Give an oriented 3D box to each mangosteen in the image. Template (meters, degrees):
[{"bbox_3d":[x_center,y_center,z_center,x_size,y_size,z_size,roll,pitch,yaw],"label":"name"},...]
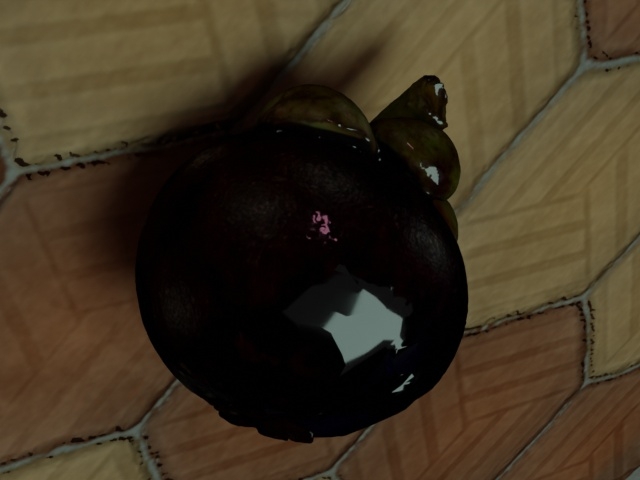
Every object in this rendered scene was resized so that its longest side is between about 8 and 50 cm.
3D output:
[{"bbox_3d":[0.000,0.000,0.979,0.194,0.194,0.230,45,64,-58],"label":"mangosteen"}]
